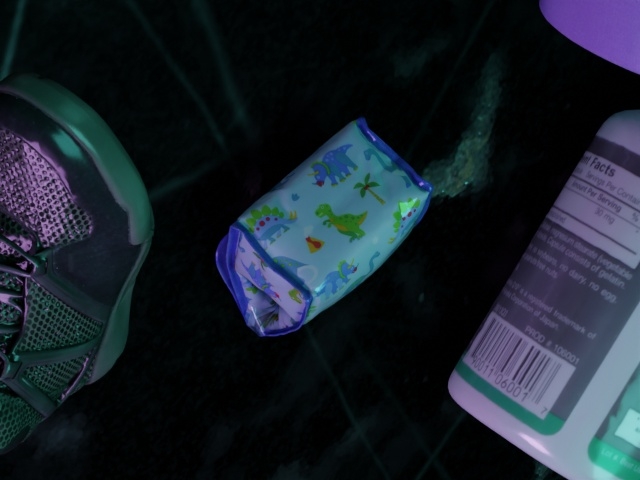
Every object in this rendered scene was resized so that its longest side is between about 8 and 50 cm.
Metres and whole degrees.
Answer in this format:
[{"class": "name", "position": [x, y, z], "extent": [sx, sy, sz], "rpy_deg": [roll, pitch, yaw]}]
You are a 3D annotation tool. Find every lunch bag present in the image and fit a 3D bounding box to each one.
[{"class": "lunch bag", "position": [0.000, 0.000, 1.267], "extent": [0.129, 0.096, 0.151], "rpy_deg": [-40, 167, -17]}]

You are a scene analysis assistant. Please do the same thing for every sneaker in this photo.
[{"class": "sneaker", "position": [-0.148, 0.027, 0.835], "extent": [0.130, 0.087, 0.227], "rpy_deg": [-49, 166, -34]}]

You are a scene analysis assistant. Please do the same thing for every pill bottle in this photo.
[{"class": "pill bottle", "position": [0.278, 0.022, 1.467], "extent": [0.204, 0.204, 0.361], "rpy_deg": [26, 97, -50]}]

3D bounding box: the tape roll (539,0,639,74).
[{"class": "tape roll", "position": [0.302, -0.180, 1.300], "extent": [0.275, 0.275, 0.090], "rpy_deg": [-10, 122, -40]}]
